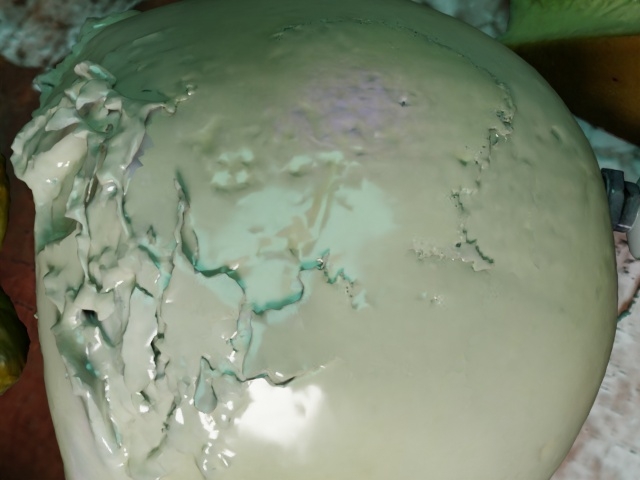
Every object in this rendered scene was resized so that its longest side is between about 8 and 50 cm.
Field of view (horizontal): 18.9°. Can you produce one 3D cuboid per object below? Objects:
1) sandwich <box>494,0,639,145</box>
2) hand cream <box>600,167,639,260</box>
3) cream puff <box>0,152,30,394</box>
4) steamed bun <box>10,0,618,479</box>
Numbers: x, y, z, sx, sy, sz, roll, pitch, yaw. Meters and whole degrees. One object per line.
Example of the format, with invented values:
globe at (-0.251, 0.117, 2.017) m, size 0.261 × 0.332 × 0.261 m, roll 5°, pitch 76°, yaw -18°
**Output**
sandwich at (0.220, -0.126, 1.122) m, size 0.236 × 0.128 × 0.122 m, roll 2°, pitch 53°, yaw 50°
hand cream at (0.278, 0.004, 1.085) m, size 0.256 × 0.055 × 0.088 m, roll 10°, pitch 60°, yaw -8°
cream puff at (-0.258, 0.025, 0.996) m, size 0.196 × 0.244 × 0.244 m, roll -12°, pitch 64°, yaw -21°
steamed bun at (0.000, 0.000, 0.994) m, size 0.312 × 0.233 × 0.333 m, roll -13°, pitch 66°, yaw -6°
